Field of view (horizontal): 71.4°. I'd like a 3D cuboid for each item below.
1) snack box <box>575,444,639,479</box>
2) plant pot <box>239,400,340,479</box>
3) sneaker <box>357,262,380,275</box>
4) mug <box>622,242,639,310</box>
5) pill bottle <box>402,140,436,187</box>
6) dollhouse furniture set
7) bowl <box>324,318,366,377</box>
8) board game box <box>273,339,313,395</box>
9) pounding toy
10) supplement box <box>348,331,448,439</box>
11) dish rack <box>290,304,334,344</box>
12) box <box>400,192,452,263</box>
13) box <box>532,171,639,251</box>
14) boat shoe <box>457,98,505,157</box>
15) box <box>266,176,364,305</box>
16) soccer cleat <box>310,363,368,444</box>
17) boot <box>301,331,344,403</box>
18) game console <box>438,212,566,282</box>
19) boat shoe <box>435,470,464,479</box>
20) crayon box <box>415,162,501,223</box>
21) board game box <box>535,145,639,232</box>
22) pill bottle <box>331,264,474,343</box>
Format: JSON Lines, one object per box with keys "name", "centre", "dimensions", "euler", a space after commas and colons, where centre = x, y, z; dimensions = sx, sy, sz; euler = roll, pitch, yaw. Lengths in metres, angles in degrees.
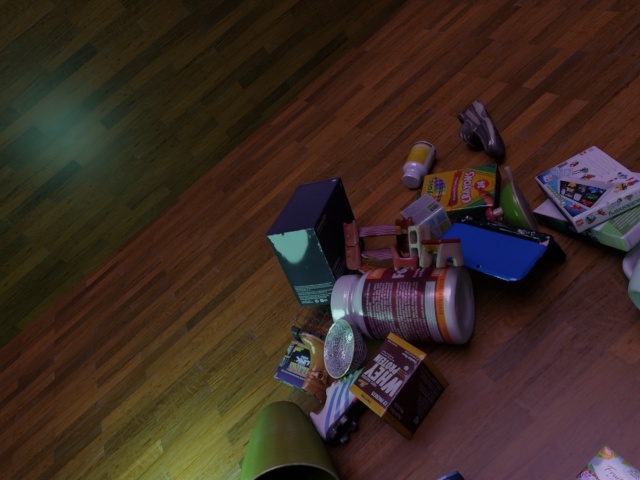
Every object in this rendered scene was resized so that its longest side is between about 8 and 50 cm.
{"name": "snack box", "centre": [0.622, 0.513, 0.914], "dimensions": [0.100, 0.037, 0.141], "euler": [-43, 40, -7]}
{"name": "plant pot", "centre": [-0.098, 0.601, 1.231], "dimensions": [0.274, 0.275, 0.294], "euler": [-35, 23, 4]}
{"name": "sneaker", "centre": [0.201, 0.128, 1.574], "dimensions": [0.067, 0.064, 0.175], "euler": [-36, 42, -13]}
{"name": "mug", "centre": [0.872, 0.051, 1.016], "dimensions": [0.328, 0.276, 0.374], "euler": [-43, 9, 6]}
{"name": "pill bottle", "centre": [0.394, -0.304, 1.800], "dimensions": [0.103, 0.103, 0.184], "euler": [4, 55, 39]}
{"name": "dollhouse furniture set", "centre": [0.220, 0.004, 1.295], "dimensions": [0.201, 0.153, 0.374], "euler": [-4, -1, -16]}
{"name": "bowl", "centre": [0.085, 0.325, 1.326], "dimensions": [0.170, 0.080, 0.170], "euler": [-38, 45, 51]}
{"name": "board game box", "centre": [-0.058, 0.426, 1.498], "dimensions": [0.170, 0.048, 0.141], "euler": [7, 56, 41]}
{"name": "pounding toy", "centre": [0.582, -0.095, 1.387], "dimensions": [0.110, 0.183, 0.237], "euler": [-26, 24, 30]}
{"name": "supplement box", "centre": [0.215, 0.396, 1.209], "dimensions": [0.194, 0.191, 0.129], "euler": [-50, 41, -12]}
{"name": "dish rack", "centre": [0.026, 0.252, 1.584], "dimensions": [0.208, 0.074, 0.272], "euler": [7, 56, 39]}
{"name": "box", "centre": [0.370, -0.036, 1.489], "dimensions": [0.114, 0.203, 0.103], "euler": [-37, 39, 1]}
{"name": "box", "centre": [0.809, -0.103, 1.268], "dimensions": [0.232, 0.058, 0.322], "euler": [-40, 21, -2]}
{"name": "boat shoe", "centre": [0.618, -0.416, 1.739], "dimensions": [0.130, 0.132, 0.356], "euler": [-29, 31, 26]}
{"name": "box", "centre": [0.000, 0.000, 1.578], "dimensions": [0.178, 0.313, 0.343], "euler": [-7, 32, 24]}
{"name": "soccer cleat", "centre": [0.097, 0.436, 1.319], "dimensions": [0.331, 0.116, 0.143], "euler": [-47, 40, -10]}
{"name": "boot", "centre": [-0.017, 0.397, 1.396], "dimensions": [0.152, 0.197, 0.073], "euler": [-51, 0, -20]}
{"name": "game console", "centre": [0.518, 0.040, 1.310], "dimensions": [0.293, 0.250, 0.174], "euler": [23, 86, 46]}
{"name": "boat shoe", "centre": [0.249, 0.647, 1.040], "dimensions": [0.258, 0.109, 0.089], "euler": [-49, 45, 13]}
{"name": "crayon box", "centre": [0.479, -0.158, 1.618], "dimensions": [0.318, 0.081, 0.202], "euler": [-7, 50, 33]}
{"name": "board game box", "centre": [0.769, -0.157, 1.284], "dimensions": [0.192, 0.053, 0.305], "euler": [-30, 23, 21]}
{"name": "pill bottle", "centre": [0.244, 0.193, 1.353], "dimensions": [0.391, 0.224, 0.224], "euler": [-5, 50, 33]}
